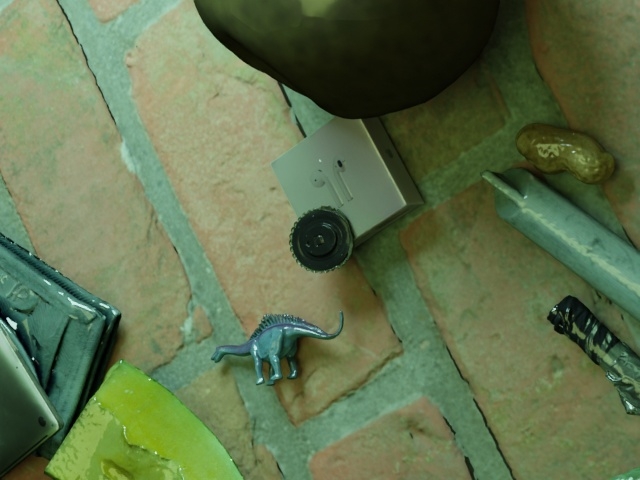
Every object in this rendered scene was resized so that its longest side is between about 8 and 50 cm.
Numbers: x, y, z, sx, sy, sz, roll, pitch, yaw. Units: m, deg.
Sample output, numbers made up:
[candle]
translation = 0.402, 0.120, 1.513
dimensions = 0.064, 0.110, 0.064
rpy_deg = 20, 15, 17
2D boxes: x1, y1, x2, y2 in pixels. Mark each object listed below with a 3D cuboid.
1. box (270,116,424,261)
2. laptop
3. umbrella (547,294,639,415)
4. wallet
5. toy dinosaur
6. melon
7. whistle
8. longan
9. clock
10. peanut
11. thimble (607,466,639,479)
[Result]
[box]
translation = 0.030, -0.065, 1.802
dimensions = 0.130, 0.051, 0.129
rpy_deg = -33, 78, 27
[laptop]
translation = -0.443, 0.213, 2.051
dimensions = 0.269, 0.015, 0.188
rpy_deg = -38, 82, 42
[umbrella]
translation = 0.312, 0.133, 1.661
dimensions = 0.188, 0.046, 0.050
rpy_deg = 44, 116, 15
[wallet]
translation = -0.429, 0.115, 2.063
dimensions = 0.342, 0.075, 0.237
rpy_deg = 31, 113, 24
[toy dinosaur]
translation = -0.051, 0.126, 1.863
dimensions = 0.197, 0.045, 0.080
rpy_deg = -19, 73, 33
[melon]
translation = -0.180, 0.310, 1.907
dimensions = 0.323, 0.124, 0.196
rpy_deg = 38, 111, 16
[whistle]
translation = 0.293, 0.020, 1.654
dimensions = 0.312, 0.062, 0.062
rpy_deg = 39, 110, 22
[longan]
translation = 0.020, -0.281, 1.667
dimensions = 0.350, 0.288, 0.288
rpy_deg = 25, 105, 24
[clock]
translation = 0.000, 0.000, 1.788
dimensions = 0.083, 0.010, 0.074
rpy_deg = -19, 85, 30
[peanut]
translation = 0.256, -0.091, 1.675
dimensions = 0.113, 0.054, 0.054
rpy_deg = 21, 103, 27
[thimble]
translation = 0.349, 0.332, 1.590
dimensions = 0.219, 0.150, 0.219
rpy_deg = 2, 93, 29
